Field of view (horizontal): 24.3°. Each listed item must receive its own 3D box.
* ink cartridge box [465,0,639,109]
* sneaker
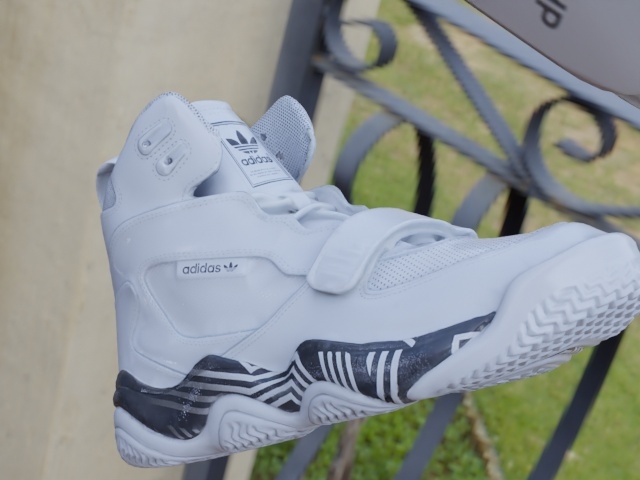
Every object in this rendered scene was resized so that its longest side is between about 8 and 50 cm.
[{"bbox_3d":[0.149,-0.266,0.354,0.166,0.285,0.395,35,60,13],"label":"ink cartridge box"},{"bbox_3d":[0.000,0.000,0.848,0.137,0.366,0.210,-5,78,-51],"label":"sneaker"}]
